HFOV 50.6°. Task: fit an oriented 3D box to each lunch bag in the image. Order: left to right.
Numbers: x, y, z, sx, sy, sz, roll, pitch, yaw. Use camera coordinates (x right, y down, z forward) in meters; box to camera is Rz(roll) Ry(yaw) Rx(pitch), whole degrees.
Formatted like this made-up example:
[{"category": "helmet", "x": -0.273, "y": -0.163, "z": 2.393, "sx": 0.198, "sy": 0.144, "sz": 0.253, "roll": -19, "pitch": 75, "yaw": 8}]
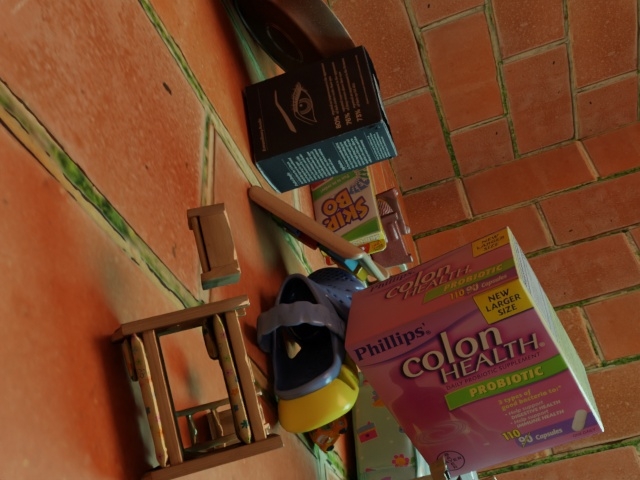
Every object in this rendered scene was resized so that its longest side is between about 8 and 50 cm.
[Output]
[{"category": "lunch bag", "x": 0.126, "y": 0.366, "z": 1.111, "sx": 0.279, "sy": 0.108, "sz": 0.224, "roll": -91, "pitch": 165, "yaw": -49}]

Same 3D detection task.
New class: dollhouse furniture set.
[{"category": "dollhouse furniture set", "x": -0.109, "y": 0.087, "z": 0.548, "sx": 0.161, "sy": 0.101, "sz": 0.182, "roll": 124, "pitch": -48, "yaw": -73}, {"category": "dollhouse furniture set", "x": 0.154, "y": 0.093, "z": 1.520, "sx": 0.201, "sy": 0.152, "sz": 0.374, "roll": -78, "pitch": 149, "yaw": -67}, {"category": "dollhouse furniture set", "x": 0.186, "y": 0.315, "z": 0.781, "sx": 0.091, "sy": 0.081, "sz": 0.114, "roll": -80, "pitch": 147, "yaw": -71}]

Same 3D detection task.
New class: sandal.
[{"category": "sandal", "x": -0.006, "y": 0.097, "z": 0.868, "sx": 0.317, "sy": 0.126, "sz": 0.138, "roll": -78, "pitch": 145, "yaw": -70}]

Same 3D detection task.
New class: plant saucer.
[{"category": "plant saucer", "x": -0.049, "y": -0.351, "z": 1.156, "sx": 0.310, "sy": 0.050, "sz": 0.310, "roll": 41, "pitch": -8, "yaw": 7}]

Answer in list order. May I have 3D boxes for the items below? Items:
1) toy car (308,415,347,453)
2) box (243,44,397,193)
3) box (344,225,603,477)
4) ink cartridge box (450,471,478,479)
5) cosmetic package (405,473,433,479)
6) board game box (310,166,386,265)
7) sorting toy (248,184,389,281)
[{"category": "toy car", "x": 0.013, "y": 0.274, "z": 0.855, "sx": 0.040, "sy": 0.060, "sz": 0.122, "roll": 19, "pitch": 40, "yaw": -36}, {"category": "box", "x": -0.001, "y": -0.187, "z": 1.064, "sx": 0.108, "sy": 0.207, "sz": 0.153, "roll": 52, "pitch": 25, "yaw": -60}, {"category": "box", "x": 0.184, "y": 0.144, "z": 0.820, "sx": 0.243, "sy": 0.213, "sz": 0.117, "roll": 57, "pitch": 22, "yaw": -21}, {"category": "ink cartridge box", "x": 0.239, "y": 0.488, "z": 1.364, "sx": 0.063, "sy": 0.150, "sz": 0.109, "roll": 11, "pitch": 63, "yaw": -73}, {"category": "cosmetic package", "x": 0.132, "y": 0.507, "z": 0.820, "sx": 0.197, "sy": 0.155, "sz": 0.365, "roll": -61, "pitch": 131, "yaw": -78}, {"category": "board game box", "x": 0.048, "y": -0.077, "z": 1.341, "sx": 0.039, "sy": 0.124, "sz": 0.259, "roll": 54, "pitch": 22, "yaw": -55}, {"category": "sorting toy", "x": 0.000, "y": 0.000, "z": 1.000, "sx": 0.193, "sy": 0.038, "sz": 0.208, "roll": 32, "pitch": 0, "yaw": 21}]
